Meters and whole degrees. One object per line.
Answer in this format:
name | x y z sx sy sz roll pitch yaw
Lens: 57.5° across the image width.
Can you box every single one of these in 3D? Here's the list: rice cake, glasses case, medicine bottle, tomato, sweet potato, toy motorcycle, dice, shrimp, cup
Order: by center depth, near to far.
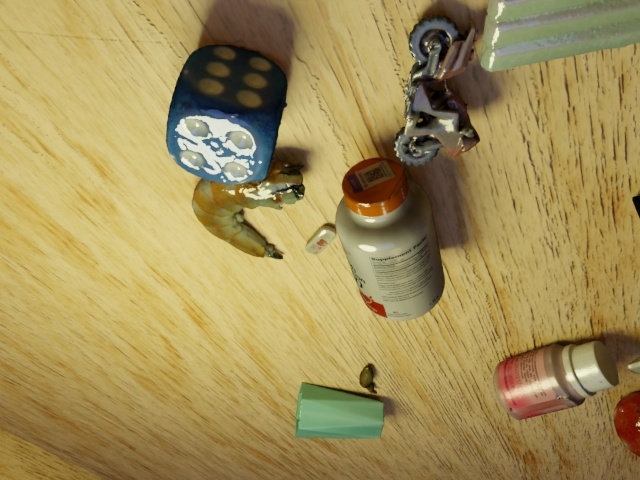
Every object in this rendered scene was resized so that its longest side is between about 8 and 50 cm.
rice cake | 0.292 -0.287 0.664 0.198 0.037 0.189 -3 140 5
toy motorcycle | 0.167 -0.193 0.785 0.118 0.084 0.213 6 129 4
dice | -0.125 -0.170 0.804 0.146 0.143 0.146 14 141 -8
medicine bottle | 0.115 -0.002 0.968 0.156 0.157 0.289 -6 140 16
shrimp | -0.135 -0.047 1.023 0.185 0.068 0.287 13 143 -5
glasses case | 0.000 0.000 1.096 0.032 0.021 0.083 22 139 -20
medicine bottle | 0.522 0.308 1.306 0.147 0.147 0.247 33 134 -29
tomato | 0.816 0.457 1.448 0.167 0.167 0.167 4 142 3
sweet potato | 0.122 0.366 1.526 0.041 0.038 0.153 18 149 24
cup | 0.053 0.476 1.608 0.235 0.134 0.148 5 145 -4

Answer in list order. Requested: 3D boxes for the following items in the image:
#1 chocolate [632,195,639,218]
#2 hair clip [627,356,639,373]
chocolate | 0.605 -0.003 0.867 0.177 0.206 0.224 -28 125 23
hair clip | 0.802 0.260 1.240 0.282 0.113 0.172 33 135 -21
